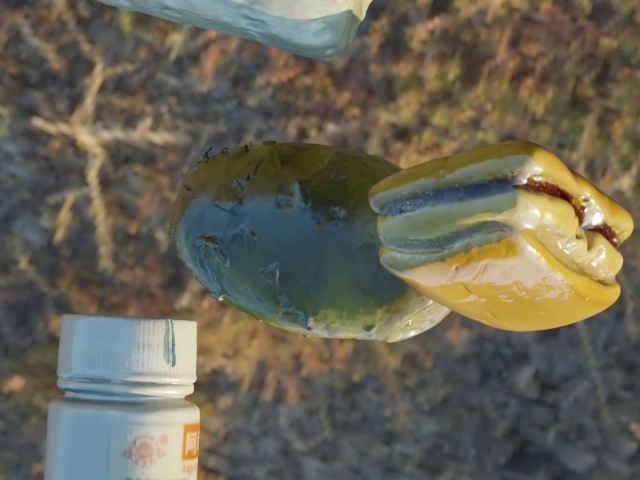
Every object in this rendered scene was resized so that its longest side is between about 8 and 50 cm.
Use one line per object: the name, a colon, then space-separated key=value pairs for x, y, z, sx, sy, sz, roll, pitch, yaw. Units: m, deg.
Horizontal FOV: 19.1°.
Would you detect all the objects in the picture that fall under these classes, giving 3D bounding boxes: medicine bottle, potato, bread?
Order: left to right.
medicine bottle: x=-0.181 y=0.192 z=1.731 sx=0.144 sy=0.252 sz=0.144 roll=0 pitch=179 yaw=0
potato: x=0.000 y=0.000 z=1.466 sx=0.251 sy=0.149 sz=0.113 roll=17 pitch=178 yaw=22
bread: x=0.115 y=0.002 z=1.170 sx=0.116 sy=0.077 sz=0.200 roll=-9 pitch=161 yaw=27

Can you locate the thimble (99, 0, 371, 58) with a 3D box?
thimble: x=-0.040 y=-0.265 z=1.131 sx=0.195 sy=0.292 sz=0.291 roll=14 pitch=146 yaw=4
